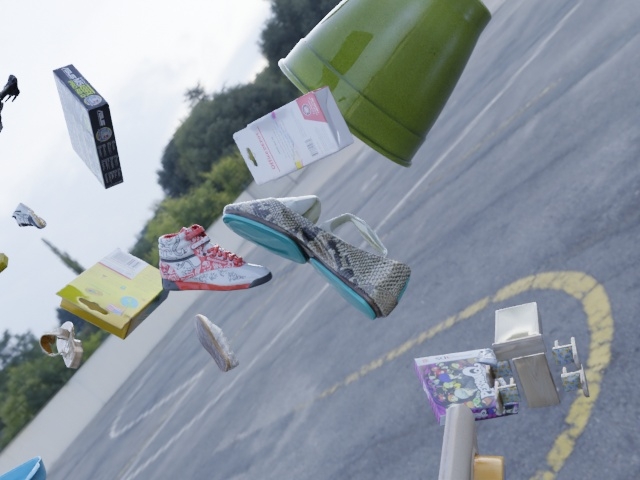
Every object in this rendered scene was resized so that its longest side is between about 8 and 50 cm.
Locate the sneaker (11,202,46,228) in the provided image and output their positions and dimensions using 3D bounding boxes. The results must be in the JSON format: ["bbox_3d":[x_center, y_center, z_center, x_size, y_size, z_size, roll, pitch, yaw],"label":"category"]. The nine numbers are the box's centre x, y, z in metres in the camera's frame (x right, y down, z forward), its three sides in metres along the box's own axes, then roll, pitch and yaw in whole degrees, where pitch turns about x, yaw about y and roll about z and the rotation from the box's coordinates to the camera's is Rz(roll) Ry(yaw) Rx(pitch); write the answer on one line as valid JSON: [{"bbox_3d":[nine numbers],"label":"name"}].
[{"bbox_3d":[-0.530,-0.035,1.275,0.037,0.083,0.032,-53,-34,-7],"label":"sneaker"}]

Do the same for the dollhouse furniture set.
[{"bbox_3d":[0.483,0.291,1.608,0.212,0.242,0.161,-16,17,21],"label":"dollhouse furniture set"}]

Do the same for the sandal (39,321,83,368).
[{"bbox_3d":[-0.677,0.259,1.797,0.240,0.079,0.088,21,93,57],"label":"sandal"}]

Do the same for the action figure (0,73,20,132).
[{"bbox_3d":[-0.788,-0.310,1.587,0.141,0.164,0.276,-58,12,23],"label":"action figure"}]

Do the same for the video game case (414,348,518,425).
[{"bbox_3d":[0.381,0.385,1.861,0.232,0.210,0.042,-108,13,-59],"label":"video game case"}]

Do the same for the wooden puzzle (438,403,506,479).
[{"bbox_3d":[0.256,0.484,1.087,0.080,0.348,0.322,-8,29,21],"label":"wooden puzzle"}]

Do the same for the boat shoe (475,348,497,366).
[{"bbox_3d":[0.359,0.250,1.508,0.100,0.035,0.035,83,-158,-81],"label":"boat shoe"}]

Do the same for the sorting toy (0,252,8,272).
[{"bbox_3d":[-0.771,0.140,1.476,0.229,0.041,0.307,15,54,40],"label":"sorting toy"}]

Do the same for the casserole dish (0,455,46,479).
[{"bbox_3d":[-0.489,0.398,1.060,0.188,0.037,0.114,-29,16,16],"label":"casserole dish"}]

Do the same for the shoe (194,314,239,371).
[{"bbox_3d":[-0.335,0.325,2.244,0.058,0.219,0.077,-15,-31,-40],"label":"shoe"}]

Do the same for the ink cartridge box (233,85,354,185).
[{"bbox_3d":[-0.052,-0.188,1.286,0.198,0.115,0.067,-20,11,33],"label":"ink cartridge box"}]

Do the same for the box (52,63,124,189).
[{"bbox_3d":[-0.621,-0.304,1.883,0.060,0.216,0.270,-28,-36,-27],"label":"box"}]

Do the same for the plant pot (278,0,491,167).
[{"bbox_3d":[0.160,-0.408,1.488,0.353,0.366,0.366,-51,5,16],"label":"plant pot"}]

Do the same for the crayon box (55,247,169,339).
[{"bbox_3d":[-0.563,0.150,1.920,0.081,0.202,0.318,-64,-4,24],"label":"crayon box"}]

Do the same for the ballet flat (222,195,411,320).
[{"bbox_3d":[0.000,0.000,1.608,0.182,0.482,0.164,-51,-28,-16],"label":"ballet flat"}]

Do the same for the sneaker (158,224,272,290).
[{"bbox_3d":[-0.249,0.038,1.626,0.269,0.145,0.090,-3,11,12],"label":"sneaker"}]
